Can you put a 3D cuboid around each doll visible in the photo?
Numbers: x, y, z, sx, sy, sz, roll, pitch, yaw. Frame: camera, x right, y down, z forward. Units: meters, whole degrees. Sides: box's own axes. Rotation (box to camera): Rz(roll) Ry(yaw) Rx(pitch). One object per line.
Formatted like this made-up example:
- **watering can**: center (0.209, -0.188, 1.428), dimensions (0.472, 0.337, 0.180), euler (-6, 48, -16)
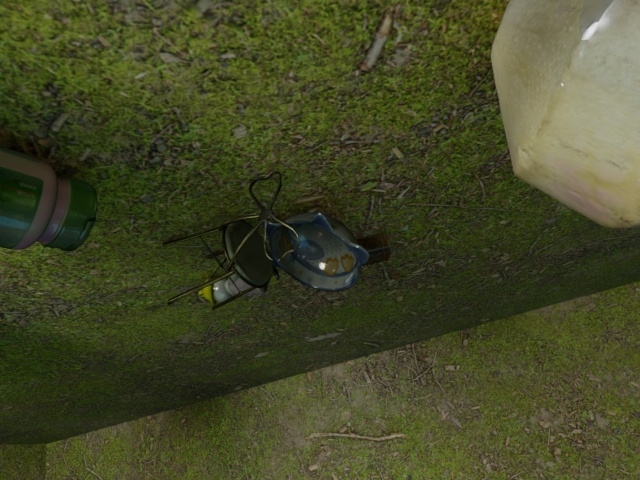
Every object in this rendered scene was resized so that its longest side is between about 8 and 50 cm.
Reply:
- **doll**: center (-0.200, 0.107, 1.102), dimensions (0.207, 0.081, 0.129), euler (-16, 146, 9)

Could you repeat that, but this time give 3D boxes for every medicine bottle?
- **medicine bottle**: center (-0.444, -0.064, 0.585), dimensions (0.133, 0.133, 0.274), euler (-30, 150, 30)

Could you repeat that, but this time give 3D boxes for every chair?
- **chair**: center (-0.148, 0.022, 0.877), dimensions (0.326, 0.159, 0.170), euler (-25, 154, 25)

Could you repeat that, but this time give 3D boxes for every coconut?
- **coconut**: center (0.361, -0.187, 0.524), dimensions (0.353, 0.352, 0.352), euler (-11, 154, -5)

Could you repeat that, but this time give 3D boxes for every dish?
- **dish**: center (0.000, 0.000, 0.950), dimensions (0.236, 0.086, 0.227), euler (13, 138, 18)

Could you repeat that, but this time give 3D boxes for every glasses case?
- **glasses case**: center (0.062, 0.040, 1.130), dimensions (0.218, 0.049, 0.075), euler (-12, 154, -5)
